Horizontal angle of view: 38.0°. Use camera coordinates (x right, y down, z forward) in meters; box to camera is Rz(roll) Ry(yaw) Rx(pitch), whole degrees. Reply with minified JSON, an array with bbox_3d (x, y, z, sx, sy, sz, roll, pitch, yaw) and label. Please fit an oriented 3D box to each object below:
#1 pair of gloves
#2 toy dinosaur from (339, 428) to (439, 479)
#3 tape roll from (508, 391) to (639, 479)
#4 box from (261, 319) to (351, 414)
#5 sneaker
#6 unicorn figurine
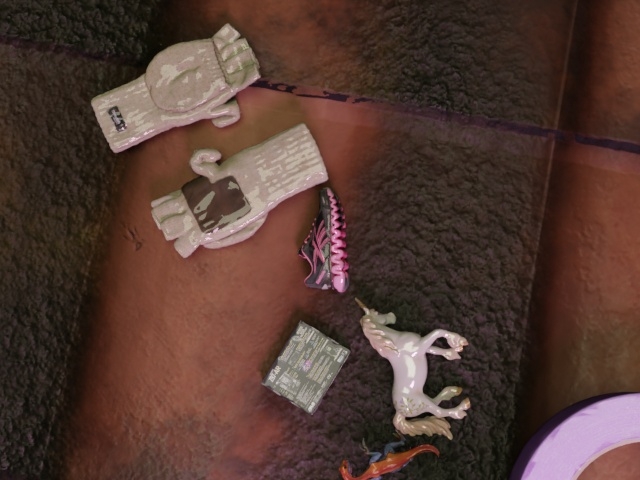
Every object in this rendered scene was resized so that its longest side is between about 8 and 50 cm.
[{"bbox_3d":[-0.126,-0.113,1.066,0.204,0.042,0.240,-34,78,3],"label":"pair of gloves"},{"bbox_3d":[0.063,0.231,0.981,0.082,0.090,0.047,-25,90,-44],"label":"toy dinosaur"},{"bbox_3d":[0.327,0.292,0.941,0.275,0.090,0.274,-1,80,5],"label":"tape roll"},{"bbox_3d":[-0.015,0.140,1.028,0.067,0.018,0.083,30,85,9],"label":"box"},{"bbox_3d":[0.000,0.000,1.039,0.057,0.047,0.119,-6,79,15],"label":"sneaker"},{"bbox_3d":[0.100,0.131,0.997,0.111,0.060,0.161,-1,73,-6],"label":"unicorn figurine"}]
